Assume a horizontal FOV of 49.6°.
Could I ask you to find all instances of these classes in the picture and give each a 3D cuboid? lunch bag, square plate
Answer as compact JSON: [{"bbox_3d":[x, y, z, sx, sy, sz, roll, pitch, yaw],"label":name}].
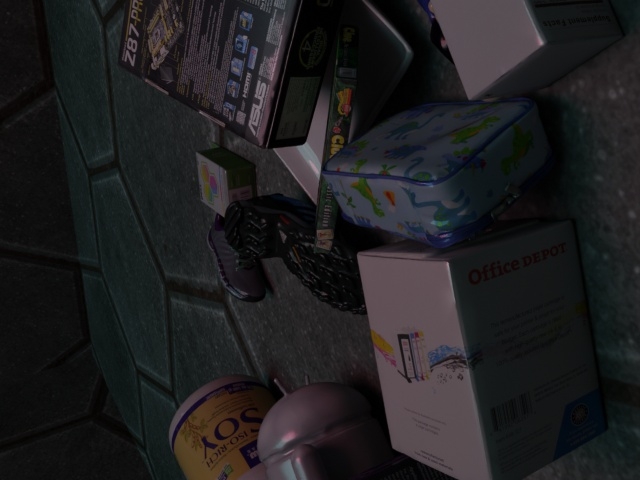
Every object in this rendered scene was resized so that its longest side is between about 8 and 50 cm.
[{"bbox_3d":[0.122,-0.081,0.734,0.219,0.176,0.090,13,137,56],"label":"lunch bag"},{"bbox_3d":[-0.030,-0.270,0.993,0.347,0.049,0.344,54,147,16],"label":"square plate"}]

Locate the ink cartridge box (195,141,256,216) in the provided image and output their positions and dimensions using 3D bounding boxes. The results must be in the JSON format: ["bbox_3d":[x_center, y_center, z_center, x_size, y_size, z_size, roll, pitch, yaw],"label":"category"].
[{"bbox_3d":[-0.203,-0.123,1.408,0.209,0.062,0.109,33,132,51],"label":"ink cartridge box"}]

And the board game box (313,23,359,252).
[{"bbox_3d":[0.019,-0.123,0.879,0.136,0.030,0.260,-82,0,-47],"label":"board game box"}]

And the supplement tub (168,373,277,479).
[{"bbox_3d":[-0.138,0.459,1.387,0.331,0.240,0.241,45,140,42],"label":"supplement tub"}]

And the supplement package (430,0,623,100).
[{"bbox_3d":[0.173,-0.236,0.634,0.105,0.105,0.180,-32,75,60],"label":"supplement package"}]

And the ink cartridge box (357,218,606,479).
[{"bbox_3d":[0.167,0.106,0.740,0.168,0.171,0.233,1,104,61],"label":"ink cartridge box"}]

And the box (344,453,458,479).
[{"bbox_3d":[0.113,0.344,0.915,0.108,0.207,0.153,66,149,16],"label":"box"}]

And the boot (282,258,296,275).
[{"bbox_3d":[-0.031,0.023,1.189,0.121,0.045,0.099,58,147,38],"label":"boot"}]

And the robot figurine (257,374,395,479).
[{"bbox_3d":[0.025,0.377,1.097,0.354,0.199,0.300,64,-176,17],"label":"robot figurine"}]

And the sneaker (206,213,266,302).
[{"bbox_3d":[-0.172,0.024,1.408,0.224,0.083,0.098,53,140,36],"label":"sneaker"}]

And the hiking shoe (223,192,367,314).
[{"bbox_3d":[0.000,0.000,1.058,0.304,0.132,0.113,30,127,23],"label":"hiking shoe"}]

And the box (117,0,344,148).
[{"bbox_3d":[-0.108,-0.356,0.874,0.318,0.097,0.395,30,118,28],"label":"box"}]

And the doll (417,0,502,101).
[{"bbox_3d":[0.138,-0.219,0.725,0.129,0.046,0.189,34,-152,-62],"label":"doll"}]
